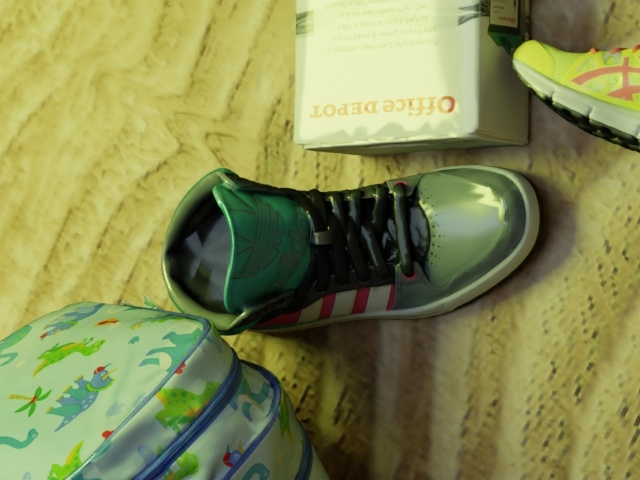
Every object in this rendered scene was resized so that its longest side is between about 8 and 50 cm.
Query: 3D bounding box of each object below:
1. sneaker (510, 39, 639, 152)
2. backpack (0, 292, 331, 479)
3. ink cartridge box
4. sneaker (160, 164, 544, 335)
[{"bbox_3d":[0.233,-0.109,1.385,0.208,0.081,0.094,23,91,25],"label":"sneaker"},{"bbox_3d":[-0.162,0.176,1.432,0.355,0.290,0.273,19,134,37],"label":"backpack"},{"bbox_3d":[0.069,-0.175,1.476,0.160,0.092,0.219,-1,85,32],"label":"ink cartridge box"},{"bbox_3d":[0.000,0.000,1.452,0.295,0.178,0.124,-16,77,29],"label":"sneaker"}]
